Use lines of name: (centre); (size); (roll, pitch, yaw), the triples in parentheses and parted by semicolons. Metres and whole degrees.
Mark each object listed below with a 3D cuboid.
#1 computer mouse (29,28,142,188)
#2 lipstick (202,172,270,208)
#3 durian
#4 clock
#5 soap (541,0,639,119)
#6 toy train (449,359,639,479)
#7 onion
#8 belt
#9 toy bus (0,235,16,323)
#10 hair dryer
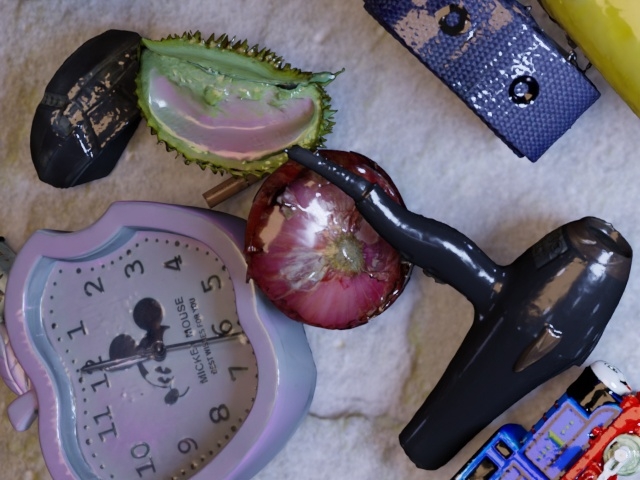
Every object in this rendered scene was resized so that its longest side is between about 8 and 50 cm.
computer mouse: (-0.245, -0.137, 2.086); (0.106, 0.062, 0.192); (44, 106, 16)
lipstick: (-0.076, -0.063, 2.023); (0.094, 0.019, 0.019); (-31, 78, -1)
durian: (-0.078, -0.137, 2.003); (0.220, 0.095, 0.137); (14, 112, 21)
clock: (-0.173, 0.121, 2.036); (0.338, 0.102, 0.338); (0, 90, 23)
soap: (0.345, -0.279, 1.805); (0.306, 0.115, 0.427); (-33, 79, 8)
toy train: (0.230, 0.204, 1.880); (0.131, 0.083, 0.204); (46, 105, 16)
onion: (0.000, 0.000, 1.947); (0.147, 0.184, 0.184); (-3, 88, 64)
belt: (0.158, -0.190, 1.858); (0.230, 0.139, 0.126); (42, 99, -9)
toy bus: (-0.389, 0.089, 2.134); (0.089, 0.087, 0.194); (41, 103, 7)
hair dryer: (0.088, 0.034, 1.866); (0.359, 0.120, 0.304); (36, 117, -14)
